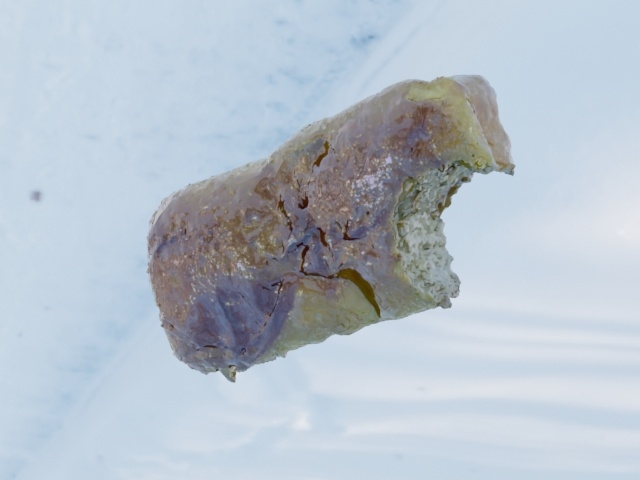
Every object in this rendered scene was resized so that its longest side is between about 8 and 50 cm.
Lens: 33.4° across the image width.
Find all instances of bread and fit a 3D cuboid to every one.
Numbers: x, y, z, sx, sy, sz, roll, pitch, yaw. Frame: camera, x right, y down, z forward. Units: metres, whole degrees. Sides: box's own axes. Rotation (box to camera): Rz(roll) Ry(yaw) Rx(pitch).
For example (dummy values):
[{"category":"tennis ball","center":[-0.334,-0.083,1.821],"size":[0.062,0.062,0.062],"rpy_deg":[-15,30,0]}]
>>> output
[{"category":"bread","center":[0.000,0.000,0.909],"size":[0.380,0.185,0.109],"rpy_deg":[-23,166,38]}]
